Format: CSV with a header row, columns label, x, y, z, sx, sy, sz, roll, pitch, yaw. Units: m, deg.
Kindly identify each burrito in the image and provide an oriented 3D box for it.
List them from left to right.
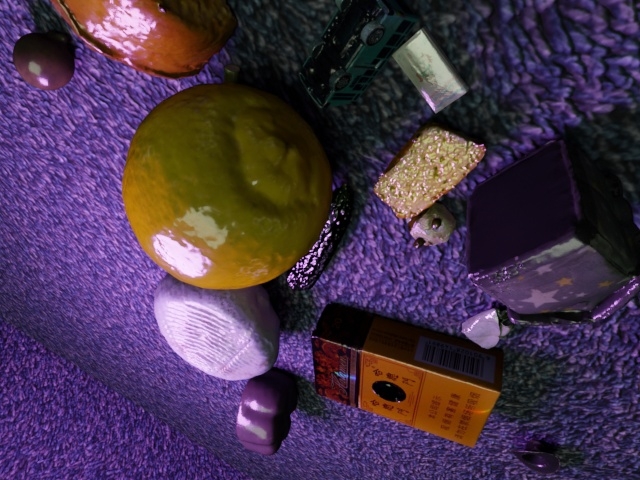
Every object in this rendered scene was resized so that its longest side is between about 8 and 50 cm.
label,x,y,z,sx,sy,sz,roll,pitch,yaw
burrito,0.342,0.171,0.816,0.074,0.044,0.118,33,138,3

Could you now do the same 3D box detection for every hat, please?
label,x,y,z,sx,sy,sz,roll,pitch,yaw
hat,0.194,-0.023,0.719,0.076,0.059,0.077,43,130,-18
hat,0.541,0.532,1.019,0.121,0.050,0.121,17,140,15

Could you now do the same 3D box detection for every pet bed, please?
label,x,y,z,sx,sy,sz,roll,pitch,yaw
pet bed,0.320,-0.005,0.562,0.159,0.210,0.183,36,135,-18

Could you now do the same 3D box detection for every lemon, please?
label,x,y,z,sx,sy,sz,roll,pitch,yaw
lemon,-0.150,-0.079,0.668,0.349,0.347,0.347,15,133,16

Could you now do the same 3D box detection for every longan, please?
label,x,y,z,sx,sy,sz,roll,pitch,yaw
longan,-0.534,-0.355,0.794,0.106,0.106,0.119,34,96,-2

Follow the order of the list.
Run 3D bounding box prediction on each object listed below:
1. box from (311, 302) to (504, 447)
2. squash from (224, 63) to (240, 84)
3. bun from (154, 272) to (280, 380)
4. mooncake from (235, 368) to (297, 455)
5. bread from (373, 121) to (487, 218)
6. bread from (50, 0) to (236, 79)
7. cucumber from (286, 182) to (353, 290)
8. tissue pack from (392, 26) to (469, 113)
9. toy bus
label,x,y,z,sx,sy,sz,roll,pitch,yaw
box,0.186,0.321,0.978,0.416,0.115,0.264,13,134,17
squash,-0.158,-0.264,0.716,0.028,0.027,0.083,26,136,6
bun,-0.250,0.201,1.049,0.355,0.194,0.354,13,130,16
mooncake,-0.162,0.527,1.262,0.134,0.244,0.244,10,132,14
bread,0.169,-0.116,0.648,0.103,0.065,0.187,37,136,-3
bread,-0.281,-0.385,0.570,0.195,0.178,0.339,-7,124,31
cucumber,0.001,0.001,0.830,0.072,0.072,0.300,30,136,2
tissue pack,0.155,-0.238,0.576,0.108,0.023,0.056,46,133,-14
toy bus,0.048,-0.264,0.562,0.160,0.092,0.079,-45,70,44
